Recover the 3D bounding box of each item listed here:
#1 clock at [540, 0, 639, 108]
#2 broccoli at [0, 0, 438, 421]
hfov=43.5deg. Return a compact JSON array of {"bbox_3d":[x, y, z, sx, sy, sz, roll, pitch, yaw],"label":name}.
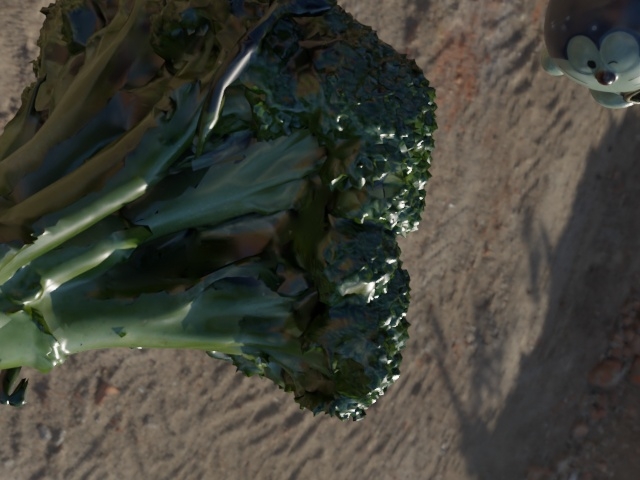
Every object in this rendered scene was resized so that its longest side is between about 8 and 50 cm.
[{"bbox_3d":[0.339,-0.225,0.886,0.243,0.199,0.147,9,79,-58],"label":"clock"},{"bbox_3d":[-0.087,-0.022,0.481,0.283,0.321,0.304,-31,111,-39],"label":"broccoli"}]
